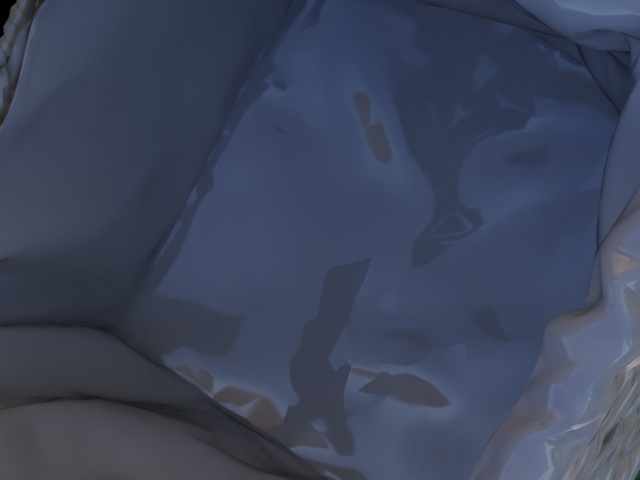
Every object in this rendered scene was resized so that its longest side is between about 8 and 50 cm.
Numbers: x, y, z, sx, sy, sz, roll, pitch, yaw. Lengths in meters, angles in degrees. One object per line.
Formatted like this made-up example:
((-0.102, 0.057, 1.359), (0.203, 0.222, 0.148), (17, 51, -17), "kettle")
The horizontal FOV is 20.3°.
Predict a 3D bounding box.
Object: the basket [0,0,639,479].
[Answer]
((0.000, 0.000, 0.757), (0.331, 0.328, 0.266), (31, -167, 22), "basket")

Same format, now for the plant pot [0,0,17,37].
((-0.245, -0.200, 1.084), (0.167, 0.188, 0.187), (22, 146, 40), "plant pot")

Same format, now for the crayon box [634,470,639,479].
((0.109, 0.093, 1.196), (0.318, 0.081, 0.202), (18, -155, -28), "crayon box")
